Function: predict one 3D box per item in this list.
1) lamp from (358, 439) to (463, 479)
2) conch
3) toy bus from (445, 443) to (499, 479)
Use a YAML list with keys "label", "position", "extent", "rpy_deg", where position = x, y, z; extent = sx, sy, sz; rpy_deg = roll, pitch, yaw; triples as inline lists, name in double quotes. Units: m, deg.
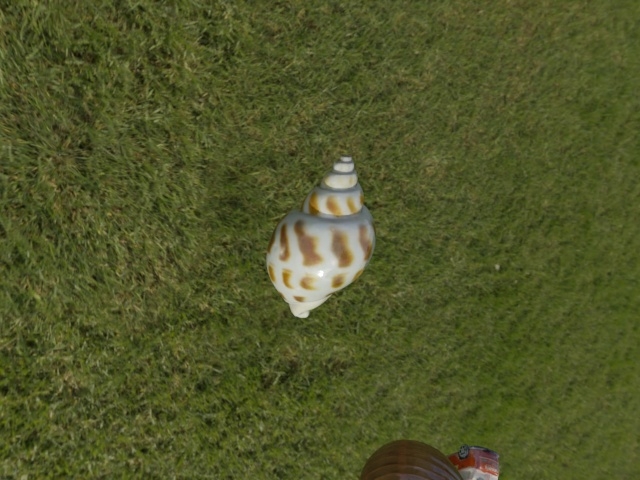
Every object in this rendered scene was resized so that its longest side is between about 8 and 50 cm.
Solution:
- label: "lamp"
  position: [0.109, 0.312, 0.532]
  extent: [0.136, 0.136, 0.137]
  rpy_deg: [-6, 103, -29]
- label: "conch"
  position: [0.000, 0.000, 0.724]
  extent: [0.148, 0.183, 0.275]
  rpy_deg: [31, 107, -29]
- label: "toy bus"
  position: [0.290, 0.479, 0.915]
  extent: [0.079, 0.174, 0.077]
  rpy_deg: [27, 47, -12]
